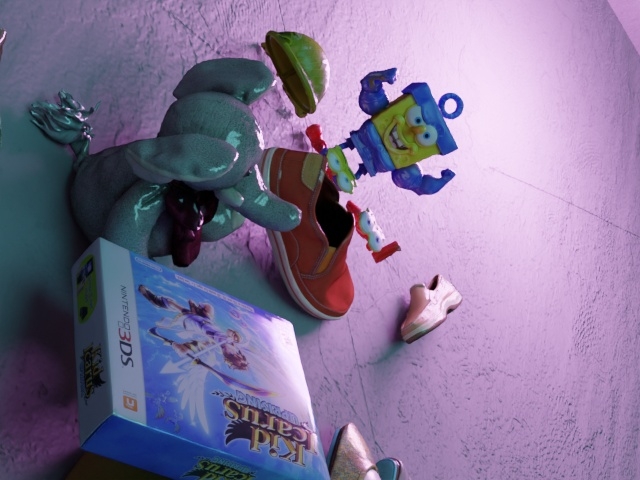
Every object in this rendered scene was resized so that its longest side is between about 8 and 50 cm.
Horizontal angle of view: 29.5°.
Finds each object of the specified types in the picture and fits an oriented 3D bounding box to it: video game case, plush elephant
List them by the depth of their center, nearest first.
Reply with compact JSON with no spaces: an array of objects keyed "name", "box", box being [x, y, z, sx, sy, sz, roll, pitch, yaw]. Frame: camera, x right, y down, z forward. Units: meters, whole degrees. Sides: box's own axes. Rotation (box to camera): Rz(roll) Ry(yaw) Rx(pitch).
[{"name":"video game case","box":[-0.125,0.142,1.255,0.270,0.061,0.244,26,32,-32]},{"name":"plush elephant","box":[-0.143,-0.069,1.394,0.330,0.255,0.272,55,40,-26]}]

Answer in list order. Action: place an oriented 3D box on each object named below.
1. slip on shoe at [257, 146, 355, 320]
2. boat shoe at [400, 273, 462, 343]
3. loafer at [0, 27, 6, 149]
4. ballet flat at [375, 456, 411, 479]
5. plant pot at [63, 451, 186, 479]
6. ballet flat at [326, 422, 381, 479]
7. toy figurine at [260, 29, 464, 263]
[{"name":"slip on shoe","box":[0.000,0.000,1.654,0.331,0.101,0.123,69,26,-47]},{"name":"boat shoe","box":[0.164,0.104,1.936,0.072,0.068,0.190,59,27,-2]},{"name":"loafer","box":[-0.363,-0.194,1.275,0.087,0.094,0.251,0,78,-50]},{"name":"ballet flat","box":[0.086,0.405,1.707,0.068,0.072,0.213,57,38,-36]},{"name":"plant pot","box":[-0.161,0.298,1.302,0.212,0.212,0.187,50,31,-32]},{"name":"ballet flat","box":[0.042,0.403,1.598,0.123,0.123,0.348,48,44,-34]},{"name":"toy figurine","box":[0.090,-0.177,1.732,0.362,0.217,0.191,63,-1,-11]}]
